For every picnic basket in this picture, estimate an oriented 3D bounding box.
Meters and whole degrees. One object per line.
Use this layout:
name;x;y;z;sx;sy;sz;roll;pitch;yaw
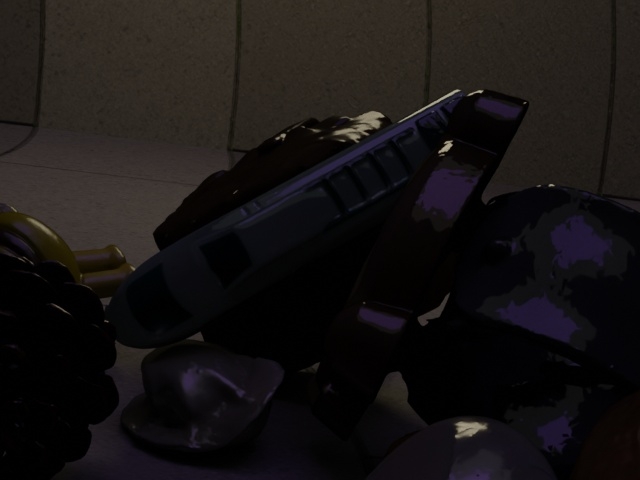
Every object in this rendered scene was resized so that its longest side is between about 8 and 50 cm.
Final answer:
picnic basket;0.000;0.000;1.890;0.291;0.254;0.321;-23;4;16

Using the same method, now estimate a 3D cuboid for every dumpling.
dumpling;-0.119;0.148;1.613;0.176;0.092;0.150;19;28;29

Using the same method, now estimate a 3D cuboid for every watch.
watch;0.188;0.091;1.533;0.326;0.314;0.335;28;-28;3

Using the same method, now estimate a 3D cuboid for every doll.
doll;0.108;0.238;1.107;0.221;0.221;0.251;11;33;14
doll;-0.367;0.048;1.806;0.363;0.145;0.199;-5;22;-26

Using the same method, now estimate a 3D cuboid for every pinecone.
pinecone;-0.265;0.116;1.418;0.207;0.208;0.208;8;10;-1

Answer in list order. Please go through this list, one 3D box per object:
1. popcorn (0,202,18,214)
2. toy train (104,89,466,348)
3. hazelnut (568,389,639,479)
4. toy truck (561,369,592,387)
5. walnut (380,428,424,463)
popcorn;-0.370;0.027;1.992;0.125;0.126;0.145;34;-5;2
toy train;-0.018;-0.015;1.638;0.407;0.086;0.088;-30;-4;-18
hazelnut;0.278;0.214;1.298;0.176;0.214;0.214;-32;-18;37
toy truck;0.301;0.179;1.721;0.242;0.101;0.125;9;5;-8
walnut;0.096;0.204;1.415;0.105;0.105;0.124;3;21;-28
